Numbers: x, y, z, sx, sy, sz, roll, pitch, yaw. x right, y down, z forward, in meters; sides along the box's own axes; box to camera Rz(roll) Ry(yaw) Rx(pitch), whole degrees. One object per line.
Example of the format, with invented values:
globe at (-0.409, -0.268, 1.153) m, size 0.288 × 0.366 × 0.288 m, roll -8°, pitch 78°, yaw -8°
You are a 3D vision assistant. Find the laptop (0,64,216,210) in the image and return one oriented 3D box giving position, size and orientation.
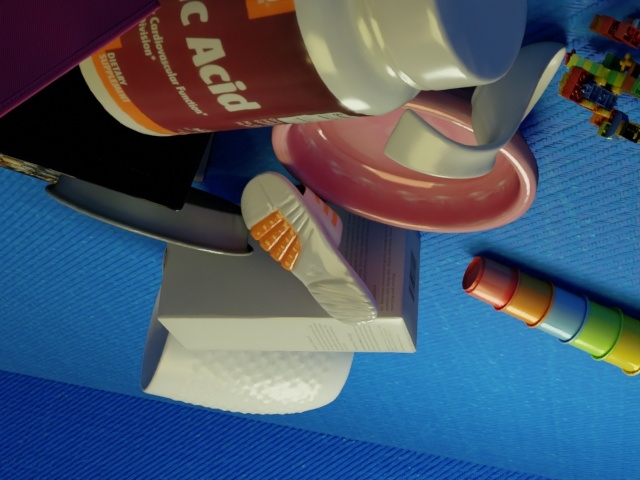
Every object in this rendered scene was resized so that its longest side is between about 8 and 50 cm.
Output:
laptop at (-0.347, -0.124, 1.452) m, size 0.382 × 0.236 × 0.408 m, roll 18°, pitch 157°, yaw -5°

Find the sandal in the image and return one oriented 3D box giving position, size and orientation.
sandal at (-0.008, 0.004, 1.486) m, size 0.102 × 0.076 × 0.265 m, roll -19°, pitch 119°, yaw 35°

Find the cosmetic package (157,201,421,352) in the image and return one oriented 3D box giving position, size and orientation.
cosmetic package at (-0.042, 0.055, 1.653) m, size 0.365 × 0.197 × 0.155 m, roll 0°, pitch 155°, yaw 14°

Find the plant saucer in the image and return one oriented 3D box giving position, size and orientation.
plant saucer at (0.108, -0.118, 1.368) m, size 0.332 × 0.084 × 0.332 m, roll 13°, pitch 157°, yaw 6°

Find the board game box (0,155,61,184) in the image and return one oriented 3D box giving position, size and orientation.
board game box at (-0.493, -0.146, 1.702) m, size 0.243 × 0.042 × 0.165 m, roll 18°, pitch 170°, yaw -5°

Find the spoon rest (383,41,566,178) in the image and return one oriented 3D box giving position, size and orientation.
spoon rest at (0.174, -0.124, 1.116) m, size 0.084 × 0.276 × 0.137 m, roll 42°, pitch 132°, yaw 16°

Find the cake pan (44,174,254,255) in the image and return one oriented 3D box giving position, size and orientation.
cake pan at (-0.223, -0.050, 1.500) m, size 0.293 × 0.054 × 0.293 m, roll 18°, pitch -174°, yaw -2°

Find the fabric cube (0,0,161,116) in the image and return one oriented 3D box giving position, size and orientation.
fabric cube at (-0.346, -0.207, 0.917) m, size 0.259 × 0.254 × 0.258 m, roll -15°, pitch 115°, yaw 52°

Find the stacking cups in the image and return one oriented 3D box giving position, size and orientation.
stacking cups at (0.372, 0.116, 1.725) m, size 0.316 × 0.096 × 0.096 m, roll 22°, pitch 157°, yaw -15°

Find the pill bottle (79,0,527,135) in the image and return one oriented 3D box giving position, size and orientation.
pill bottle at (-0.024, -0.220, 1.033) m, size 0.392 × 0.224 × 0.224 m, roll -2°, pitch 152°, yaw 35°

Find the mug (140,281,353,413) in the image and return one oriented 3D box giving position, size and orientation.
mug at (-0.101, 0.132, 1.903) m, size 0.328 × 0.276 × 0.374 m, roll 16°, pitch 128°, yaw -15°

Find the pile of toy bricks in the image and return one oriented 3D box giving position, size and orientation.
pile of toy bricks at (0.299, -0.167, 1.137) m, size 0.212 × 0.118 × 0.105 m, roll 16°, pitch -168°, yaw -46°
